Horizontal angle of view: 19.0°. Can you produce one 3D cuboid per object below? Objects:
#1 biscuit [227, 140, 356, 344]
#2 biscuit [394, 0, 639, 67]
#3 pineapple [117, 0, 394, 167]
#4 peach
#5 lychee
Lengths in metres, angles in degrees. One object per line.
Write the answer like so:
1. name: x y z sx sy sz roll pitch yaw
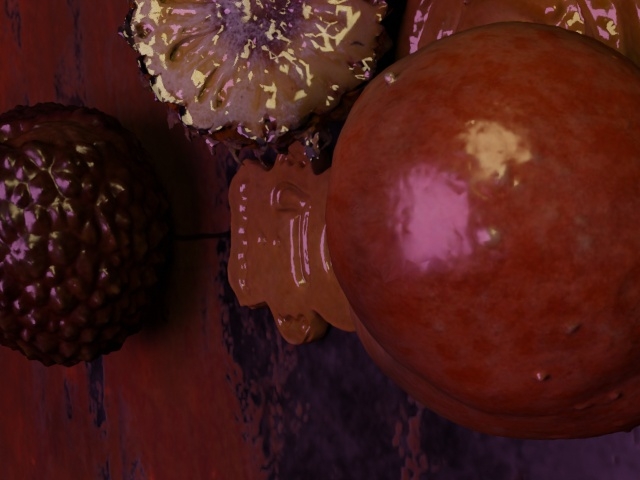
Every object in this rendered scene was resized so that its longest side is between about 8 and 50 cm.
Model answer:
1. biscuit: -0.003 0.004 1.210 0.184 0.027 0.133 26 112 48
2. biscuit: 0.113 -0.126 1.043 0.224 0.033 0.144 4 98 51
3. pineapple: -0.029 -0.129 1.168 0.161 0.137 0.176 0 87 9
4. peach: 0.118 -0.005 0.929 0.232 0.232 0.232 7 99 51
5. lychee: -0.189 -0.002 1.336 0.188 0.188 0.188 7 99 51
